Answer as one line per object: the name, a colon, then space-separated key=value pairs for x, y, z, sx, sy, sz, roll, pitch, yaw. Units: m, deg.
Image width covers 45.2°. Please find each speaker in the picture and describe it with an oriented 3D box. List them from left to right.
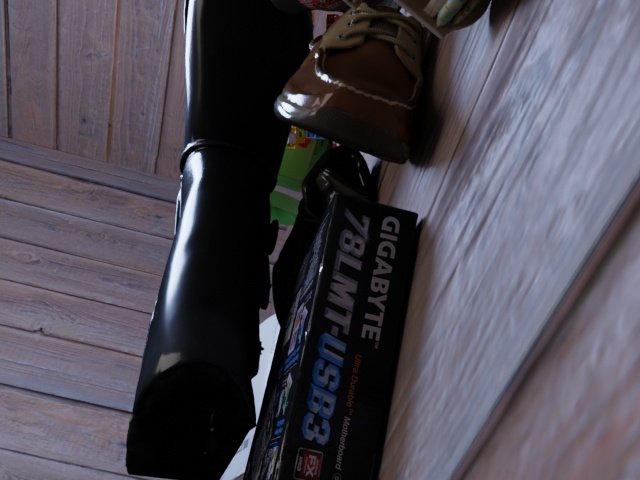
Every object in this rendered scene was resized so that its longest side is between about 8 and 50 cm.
speaker: x=-0.044 y=-0.183 z=1.327 sx=0.131 sy=0.131 sz=0.297 roll=120 pitch=166 yaw=-75

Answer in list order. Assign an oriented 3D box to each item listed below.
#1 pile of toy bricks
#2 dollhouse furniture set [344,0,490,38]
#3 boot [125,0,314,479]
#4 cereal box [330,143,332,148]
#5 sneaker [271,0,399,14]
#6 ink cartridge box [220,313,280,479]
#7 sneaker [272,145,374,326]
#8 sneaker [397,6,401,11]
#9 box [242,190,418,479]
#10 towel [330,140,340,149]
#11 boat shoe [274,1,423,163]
pile of toy bricks: x=0.007 y=-0.247 z=1.180 sx=0.105 sy=0.118 sz=0.213 roll=-13 pitch=-72 yaw=-58
dollhouse furniture set: x=0.098 y=-0.217 z=0.480 sx=0.161 sy=0.101 sz=0.182 roll=-52 pitch=3 yaw=-2
boot: x=-0.104 y=-0.038 z=0.767 sx=0.445 sy=0.146 sz=0.367 roll=-81 pitch=-3 yaw=-45
cereal box: x=-0.089 y=-0.141 z=1.402 sx=0.047 sy=0.240 sz=0.173 roll=124 pitch=159 yaw=-77
sneaker: x=0.077 y=-0.277 z=0.761 sx=0.270 sy=0.144 sz=0.090 roll=-28 pitch=-70 yaw=-50
ink cartridge box: x=-0.078 y=0.218 z=1.141 sx=0.308 sy=0.091 sz=0.385 roll=-82 pitch=6 yaw=-52
sneaker: x=0.000 y=0.000 z=0.842 sx=0.130 sy=0.087 sz=0.228 roll=82 pitch=-153 yaw=-85
sneaker: x=0.088 y=-0.357 z=0.921 sx=0.072 sy=0.077 sz=0.178 roll=-49 pitch=-25 yaw=-39
box: x=-0.012 y=0.149 z=0.630 sx=0.295 sy=0.073 sz=0.294 roll=117 pitch=166 yaw=-69
towel: x=0.061 y=-0.249 z=1.216 sx=0.199 sy=0.031 sz=0.275 roll=-110 pitch=34 yaw=-82
boat shoe: x=0.035 y=-0.155 z=0.694 sx=0.324 sy=0.122 sz=0.120 roll=-91 pitch=20 yaw=-73
